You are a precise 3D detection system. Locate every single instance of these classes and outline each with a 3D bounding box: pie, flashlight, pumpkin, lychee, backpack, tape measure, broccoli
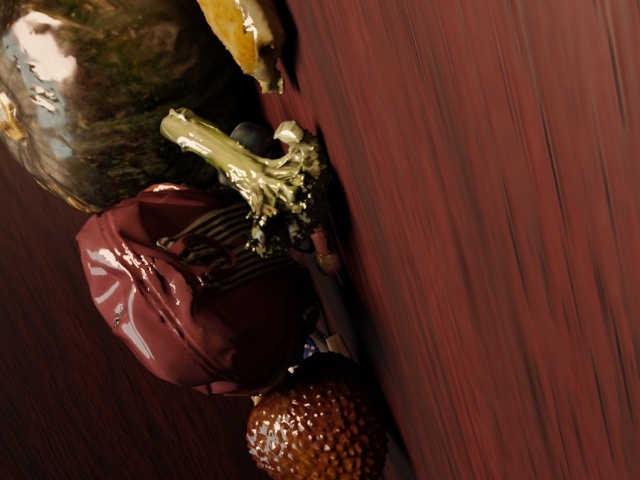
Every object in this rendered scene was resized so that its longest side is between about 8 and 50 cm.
[{"bbox_3d":[-0.100,-0.265,0.585,0.283,0.068,0.128,63,171,6],"label":"pie"},{"bbox_3d":[0.000,0.000,0.725,0.052,0.031,0.110,-131,21,-65],"label":"flashlight"},{"bbox_3d":[-0.301,-0.250,0.913,0.454,0.343,0.455,40,148,32],"label":"pumpkin"},{"bbox_3d":[0.001,0.241,0.846,0.194,0.194,0.195,158,90,-81],"label":"lychee"},{"bbox_3d":[-0.132,0.048,0.716,0.283,0.197,0.317,51,180,8],"label":"backpack"},{"bbox_3d":[-0.053,-0.075,0.846,0.179,0.104,0.107,35,144,13],"label":"tape measure"},{"bbox_3d":[-0.077,-0.073,0.636,0.204,0.118,0.122,38,166,18],"label":"broccoli"}]

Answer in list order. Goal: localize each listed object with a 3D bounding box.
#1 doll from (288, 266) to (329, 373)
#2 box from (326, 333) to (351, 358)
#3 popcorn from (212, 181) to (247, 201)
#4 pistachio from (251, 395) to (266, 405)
[{"bbox_3d":[-0.038,0.154,1.083,0.138,0.119,0.293,-27,-88,-57],"label":"doll"},{"bbox_3d":[0.034,0.193,1.007,0.083,0.024,0.053,79,166,-45],"label":"box"},{"bbox_3d":[-0.270,-0.060,1.250,0.389,0.354,0.344,28,178,-10],"label":"popcorn"},{"bbox_3d":[-0.076,0.328,1.511,0.193,0.214,0.318,9,143,28],"label":"pistachio"}]
